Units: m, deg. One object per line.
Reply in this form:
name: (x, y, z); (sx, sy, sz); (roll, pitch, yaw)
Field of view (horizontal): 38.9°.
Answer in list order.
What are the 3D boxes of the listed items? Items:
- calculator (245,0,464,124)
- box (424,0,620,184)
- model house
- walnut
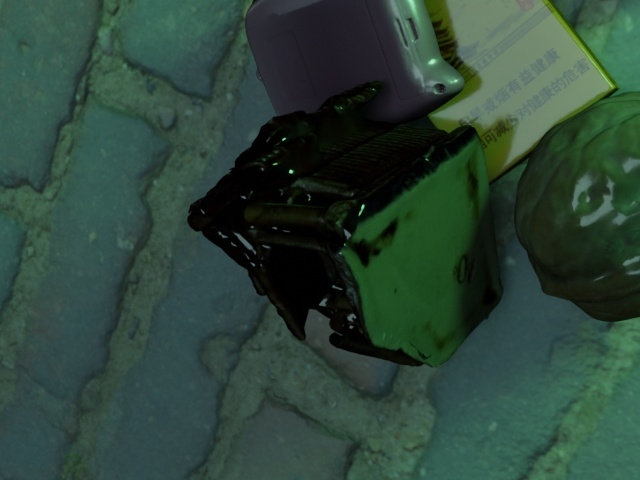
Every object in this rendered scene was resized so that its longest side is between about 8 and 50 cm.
calculator: (0.015, -0.206, 0.992); (0.294, 0.043, 0.194); (-4, 113, 49)
box: (0.166, -0.217, 0.975); (0.174, 0.076, 0.274); (-38, 84, 22)
model house: (0.000, 0.000, 0.926); (0.282, 0.317, 0.297); (18, 127, 31)
walnut: (0.294, -0.032, 0.891); (0.224, 0.224, 0.224); (4, 101, 21)
